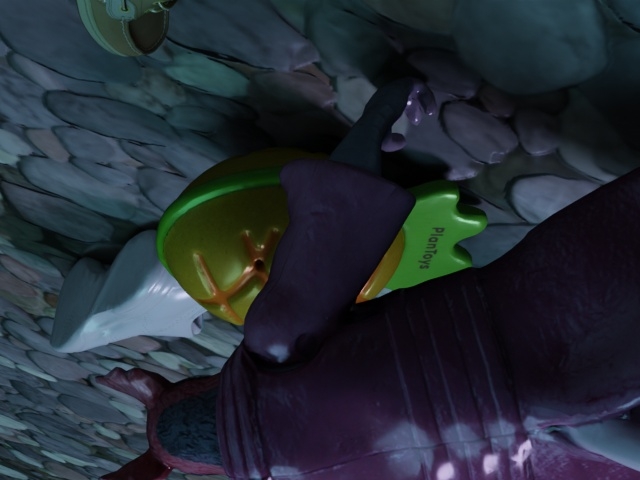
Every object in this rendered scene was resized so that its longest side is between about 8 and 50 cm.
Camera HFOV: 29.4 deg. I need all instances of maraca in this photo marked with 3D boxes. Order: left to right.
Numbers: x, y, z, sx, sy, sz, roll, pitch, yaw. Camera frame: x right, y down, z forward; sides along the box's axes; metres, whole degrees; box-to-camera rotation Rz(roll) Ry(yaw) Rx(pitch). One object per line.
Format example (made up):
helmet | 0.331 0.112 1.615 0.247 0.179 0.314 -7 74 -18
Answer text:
maraca | 0.000 0.000 0.693 0.186 0.099 0.127 0 148 -7

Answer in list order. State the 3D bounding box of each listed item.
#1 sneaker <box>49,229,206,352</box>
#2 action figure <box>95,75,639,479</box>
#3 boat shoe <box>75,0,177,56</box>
sneaker | -0.140 0.054 0.952 0.094 0.080 0.212 20 158 -30
action figure | 0.074 0.077 0.538 0.370 0.275 0.248 -14 115 6
boat shoe | -0.081 -0.123 0.541 0.045 0.050 0.135 21 157 11
